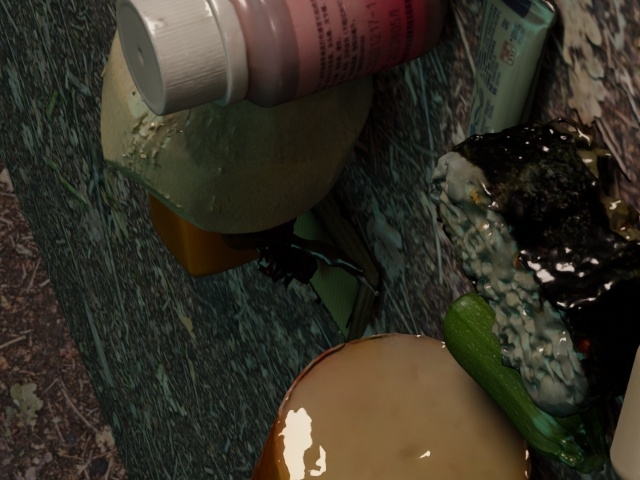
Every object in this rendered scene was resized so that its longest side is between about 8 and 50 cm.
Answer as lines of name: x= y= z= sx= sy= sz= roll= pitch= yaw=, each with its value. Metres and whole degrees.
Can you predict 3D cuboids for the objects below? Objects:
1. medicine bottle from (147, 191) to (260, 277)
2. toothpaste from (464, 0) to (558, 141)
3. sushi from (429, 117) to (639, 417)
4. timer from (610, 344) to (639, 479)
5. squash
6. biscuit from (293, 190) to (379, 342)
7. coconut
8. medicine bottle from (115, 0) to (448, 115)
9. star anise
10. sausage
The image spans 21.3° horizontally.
medicine bottle: x=-0.140 y=-0.087 z=1.977 sx=0.149 sy=0.112 sz=0.222 roll=49 pitch=152 yaw=49
toothpaste: x=0.134 y=-0.090 z=1.305 sx=0.268 sy=0.047 sz=0.069 roll=93 pitch=170 yaw=-45
sushi: x=0.171 y=0.010 z=1.196 sx=0.212 sy=0.115 sz=0.147 roll=64 pitch=164 yaw=15
timer: x=0.260 y=0.010 z=0.942 sx=0.175 sy=0.175 sz=0.266 roll=-149 pitch=59 yaw=-62
squash: x=0.165 y=0.108 z=1.384 sx=0.219 sy=0.068 sz=0.077 roll=51 pitch=145 yaw=46
biscuit: x=0.000 y=0.000 z=1.788 sx=0.199 sy=0.040 sz=0.121 roll=59 pitch=155 yaw=29
coconut: x=-0.085 y=-0.130 z=1.580 sx=0.245 sy=0.245 sz=0.247 roll=63 pitch=155 yaw=19
medicine bottle: x=-0.031 y=-0.182 z=1.357 sx=0.147 sy=0.247 sz=0.147 roll=56 pitch=157 yaw=38
star anise: x=-0.014 y=-0.008 z=1.684 sx=0.144 sy=0.158 sz=0.140 roll=-11 pitch=106 yaw=30
sausage: x=0.051 y=0.238 z=1.593 sx=0.233 sy=0.233 sz=0.287 roll=64 pitch=160 yaw=18
